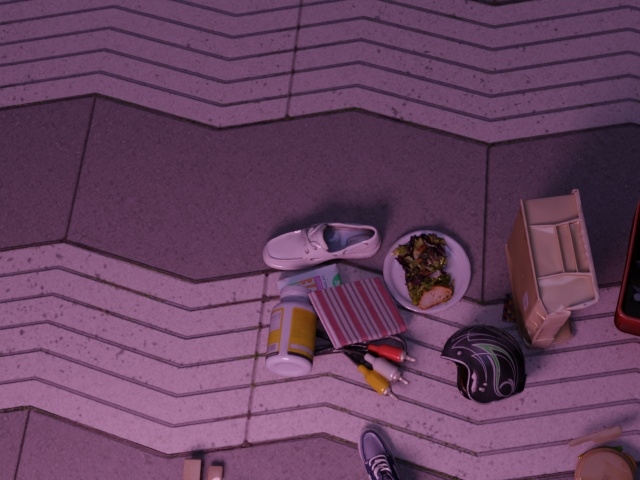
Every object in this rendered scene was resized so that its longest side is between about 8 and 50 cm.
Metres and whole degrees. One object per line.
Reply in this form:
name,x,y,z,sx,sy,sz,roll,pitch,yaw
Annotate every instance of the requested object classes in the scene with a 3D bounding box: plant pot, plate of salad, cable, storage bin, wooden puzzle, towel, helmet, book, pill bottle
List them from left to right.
pill bottle,-0.060,0.195,1.926,0.103,0.103,0.184,3,60,5
book,-0.019,0.120,2.023,0.144,0.035,0.096,-17,73,-4
cable,0.075,0.236,1.948,0.287,0.072,0.140,24,75,13
towel,0.082,0.159,1.947,0.197,0.029,0.144,-10,58,-30
plate of salad,0.242,0.066,2.012,0.199,0.048,0.200,-2,70,4
helmet,0.344,0.257,1.874,0.169,0.169,0.162,-16,85,-2
wooden puzzle,0.434,0.160,1.984,0.049,0.006,0.083,9,70,8
storage bin,0.484,0.070,1.872,0.123,0.262,0.261,-5,67,1
plant pot,0.755,0.100,1.861,0.267,0.236,0.267,14,71,10

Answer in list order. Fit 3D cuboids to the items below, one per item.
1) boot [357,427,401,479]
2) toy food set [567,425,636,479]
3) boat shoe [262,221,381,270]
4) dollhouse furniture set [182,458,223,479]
boot,0.131,0.476,1.847,0.069,0.086,0.190,-24,70,-5
toy food set,0.594,0.491,1.838,0.132,0.038,0.192,-16,80,4
boat shoe,0.000,0.000,2.029,0.276,0.096,0.098,-10,70,1
dollhouse furniture set,-0.201,0.536,1.841,0.181,0.101,0.161,0,70,4
